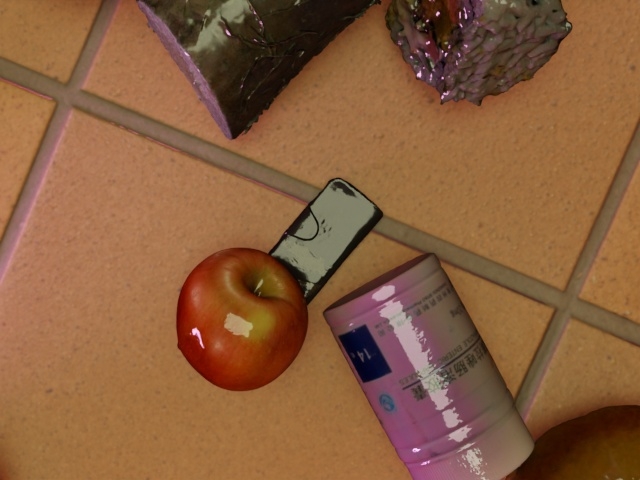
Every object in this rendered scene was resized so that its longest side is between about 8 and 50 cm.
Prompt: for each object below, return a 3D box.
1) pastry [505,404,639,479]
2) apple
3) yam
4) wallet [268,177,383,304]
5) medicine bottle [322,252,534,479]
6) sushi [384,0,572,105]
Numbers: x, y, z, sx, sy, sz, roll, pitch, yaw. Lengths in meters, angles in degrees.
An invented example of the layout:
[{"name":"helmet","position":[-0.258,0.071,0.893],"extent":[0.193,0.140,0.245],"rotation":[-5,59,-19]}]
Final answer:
[{"name":"pastry","position":[0.354,0.369,1.177],"extent":[0.356,0.164,0.356],"rotation":[0,91,-5]},{"name":"apple","position":[-0.092,0.094,1.173],"extent":[0.163,0.163,0.139],"rotation":[32,129,0]},{"name":"yam","position":[-0.058,-0.279,1.153],"extent":[0.271,0.201,0.202],"rotation":[-39,91,-4]},{"name":"wallet","position":[0.000,0.000,1.239],"extent":[0.082,0.018,0.157],"rotation":[41,92,0]},{"name":"medicine bottle","position":[0.126,0.159,1.175],"extent":[0.152,0.152,0.254],"rotation":[-29,90,1]},{"name":"sushi","position":[0.176,-0.271,1.111],"extent":[0.139,0.274,0.184],"rotation":[-16,71,-20]}]
